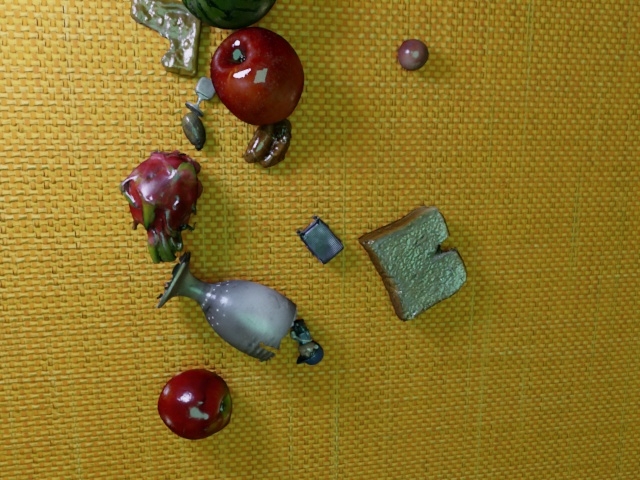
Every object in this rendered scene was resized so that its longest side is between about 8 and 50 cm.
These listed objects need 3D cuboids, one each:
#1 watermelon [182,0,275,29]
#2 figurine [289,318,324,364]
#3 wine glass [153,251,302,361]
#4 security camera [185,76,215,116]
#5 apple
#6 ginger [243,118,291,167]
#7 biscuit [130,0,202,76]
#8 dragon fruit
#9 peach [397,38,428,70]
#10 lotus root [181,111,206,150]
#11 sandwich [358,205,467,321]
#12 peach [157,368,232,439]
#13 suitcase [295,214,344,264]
[{"bbox_3d":[-0.212,-0.609,1.192,0.243,0.242,0.242,-2,100,-11],"label":"watermelon"},{"bbox_3d":[-0.040,0.290,1.484,0.080,0.077,0.136,-12,87,-43],"label":"figurine"},{"bbox_3d":[-0.237,0.173,1.356,0.357,0.190,0.190,30,93,-16],"label":"wine glass"},{"bbox_3d":[-0.299,-0.368,1.324,0.058,0.058,0.092,34,80,-15],"label":"security camera"},{"bbox_3d":[-0.150,-0.394,1.256,0.219,0.201,0.218,-6,70,16],"label":"apple"},{"bbox_3d":[-0.125,-0.261,1.358,0.103,0.073,0.162,26,93,-15],"label":"ginger"},{"bbox_3d":[-0.378,-0.503,1.283,0.174,0.039,0.183,2,99,-13],"label":"biscuit"},{"bbox_3d":[-0.377,-0.090,1.299,0.200,0.199,0.268,-35,117,-48],"label":"dragon fruit"},{"bbox_3d":[0.245,-0.496,1.385,0.083,0.083,0.083,-2,100,-11],"label":"peach"},{"bbox_3d":[-0.320,-0.278,1.328,0.049,0.054,0.099,-15,102,13],"label":"lotus root"},{"bbox_3d":[0.277,0.059,1.484,0.249,0.095,0.273,-29,103,-8],"label":"sandwich"},{"bbox_3d":[-0.343,0.439,1.392,0.198,0.197,0.197,-2,100,-11],"label":"peach"},{"bbox_3d":[0.000,0.000,1.436,0.086,0.059,0.126,-41,105,0],"label":"suitcase"}]
